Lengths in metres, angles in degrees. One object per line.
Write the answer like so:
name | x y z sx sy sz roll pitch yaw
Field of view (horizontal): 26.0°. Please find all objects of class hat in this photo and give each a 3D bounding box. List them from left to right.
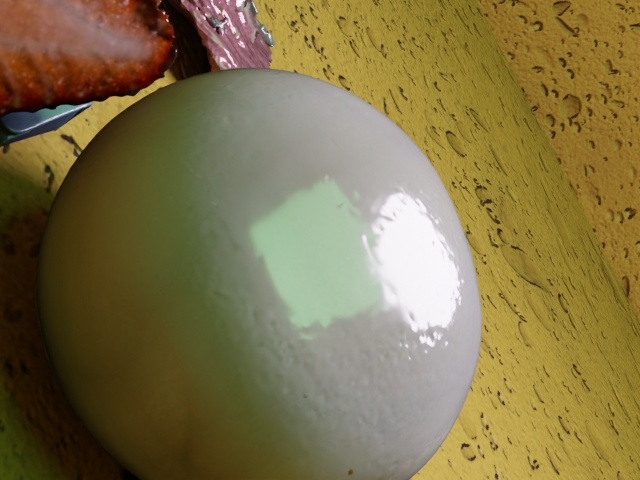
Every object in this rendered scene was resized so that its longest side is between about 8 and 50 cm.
hat | -0.113 -0.269 1.380 0.286 0.107 0.236 60 10 -19

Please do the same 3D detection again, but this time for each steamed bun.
steamed bun | -0.028 0.033 0.951 0.324 0.206 0.324 16 63 -34

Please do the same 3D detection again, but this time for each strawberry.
strawberry | -0.227 -0.166 0.925 0.236 0.175 0.106 46 4 -46

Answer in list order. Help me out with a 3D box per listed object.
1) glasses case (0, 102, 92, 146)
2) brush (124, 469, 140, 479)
glasses case | -0.263 -0.201 1.018 0.266 0.056 0.105 61 20 -4
brush | -0.123 0.153 0.982 0.024 0.008 0.083 52 23 -17
